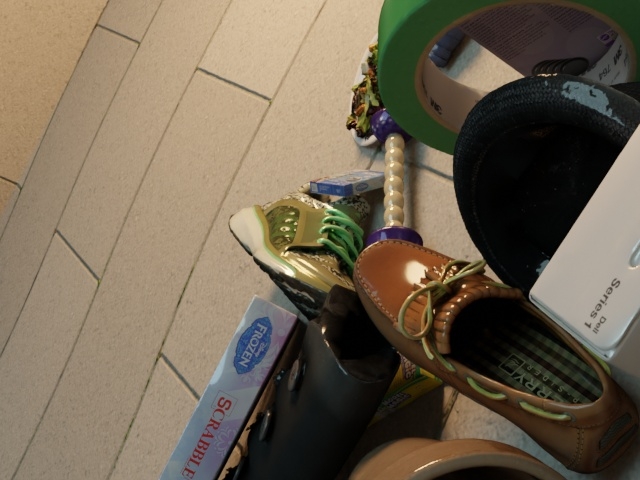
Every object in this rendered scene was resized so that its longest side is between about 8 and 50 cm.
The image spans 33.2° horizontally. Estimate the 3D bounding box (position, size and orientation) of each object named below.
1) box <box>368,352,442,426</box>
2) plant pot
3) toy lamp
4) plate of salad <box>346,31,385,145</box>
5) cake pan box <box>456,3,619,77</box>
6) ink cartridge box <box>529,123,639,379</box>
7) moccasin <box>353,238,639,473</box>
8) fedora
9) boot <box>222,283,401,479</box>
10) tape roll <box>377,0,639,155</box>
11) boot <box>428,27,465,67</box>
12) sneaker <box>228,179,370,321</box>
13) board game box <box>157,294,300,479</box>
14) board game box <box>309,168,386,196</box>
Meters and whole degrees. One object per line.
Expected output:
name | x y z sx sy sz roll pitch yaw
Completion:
box | 0.094 0.162 1.379 0.179 0.043 0.105 -37 42 35
plant pot | 0.118 0.301 1.087 0.263 0.263 0.229 -63 15 3
toy lamp | 0.103 -0.059 1.485 0.080 0.080 0.275 -31 45 41
plate of salad | 0.082 -0.244 1.640 0.200 0.048 0.200 -44 39 52
cake pan box | 0.300 -0.284 1.195 0.267 0.245 0.070 -33 44 41
ink cartridge box | 0.340 0.034 0.884 0.201 0.278 0.117 -59 33 9
moccasin | 0.164 0.097 1.139 0.139 0.147 0.380 -36 44 -10
fedora | 0.294 -0.053 1.097 0.152 0.334 0.334 -37 21 -27
boot | -0.033 0.316 1.269 0.445 0.146 0.367 -58 21 23
tape roll | 0.223 -0.207 1.182 0.321 0.321 0.077 -32 44 41
boot | 0.152 -0.332 1.609 0.086 0.069 0.190 -60 33 18
sneaker | 0.000 0.000 1.535 0.182 0.158 0.410 -42 30 -2
board game box | -0.127 0.231 1.460 0.318 0.066 0.319 -63 -2 -4
board game box | 0.045 -0.085 1.577 0.090 0.090 0.020 12 113 55
